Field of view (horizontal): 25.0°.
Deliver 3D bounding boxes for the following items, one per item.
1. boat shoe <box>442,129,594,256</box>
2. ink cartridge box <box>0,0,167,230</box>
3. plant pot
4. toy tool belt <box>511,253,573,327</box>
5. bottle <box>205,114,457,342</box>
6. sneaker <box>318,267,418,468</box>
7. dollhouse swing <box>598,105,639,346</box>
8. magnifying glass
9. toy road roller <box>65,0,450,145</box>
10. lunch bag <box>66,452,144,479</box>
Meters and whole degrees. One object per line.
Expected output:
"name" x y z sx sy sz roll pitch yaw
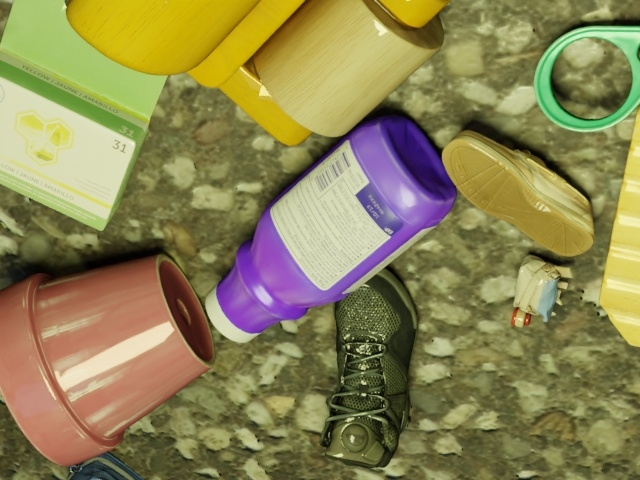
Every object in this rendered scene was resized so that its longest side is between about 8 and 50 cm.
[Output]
"boat shoe" 0.185 -0.052 1.342 0.170 0.059 0.063 36 136 -17
"ink cartridge box" -0.245 -0.141 1.397 0.171 0.056 0.235 26 127 -2
"plant pot" -0.216 0.107 1.479 0.180 0.201 0.201 -25 115 10
"toy tool belt" 0.216 0.055 1.409 0.051 0.052 0.083 14 126 15
"bottle" 0.000 0.000 1.393 0.283 0.092 0.118 -41 75 32
"sneaker" 0.049 0.140 1.462 0.087 0.130 0.228 5 122 9
"dollhouse swing" 0.423 0.056 1.231 0.305 0.315 0.347 4 125 -1
"magnifying glass" 0.293 -0.166 1.246 0.231 0.026 0.092 -24 90 19
"toy road roller" -0.068 -0.206 1.193 0.329 0.240 0.202 40 123 -13
"lunch bag" -0.251 0.291 1.673 0.067 0.065 0.098 -40 113 17
